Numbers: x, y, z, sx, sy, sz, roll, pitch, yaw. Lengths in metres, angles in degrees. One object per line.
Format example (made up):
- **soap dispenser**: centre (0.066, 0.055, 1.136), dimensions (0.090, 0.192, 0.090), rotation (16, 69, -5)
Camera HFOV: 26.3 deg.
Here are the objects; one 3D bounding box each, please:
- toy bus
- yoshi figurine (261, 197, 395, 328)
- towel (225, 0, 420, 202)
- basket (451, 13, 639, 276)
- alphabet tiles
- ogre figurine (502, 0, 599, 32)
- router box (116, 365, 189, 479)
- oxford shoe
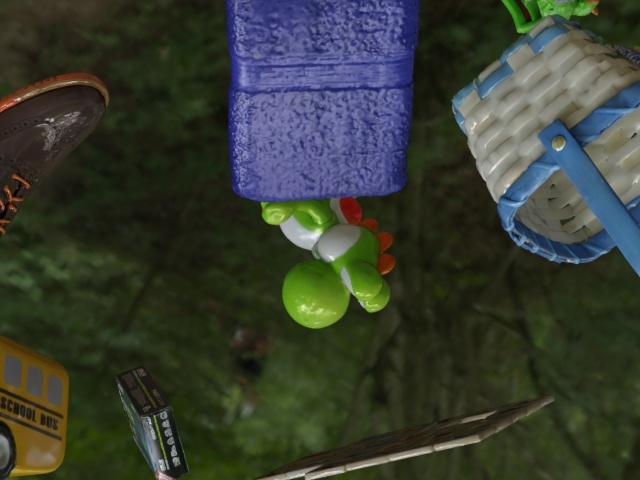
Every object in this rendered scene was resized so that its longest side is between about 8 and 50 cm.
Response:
- **toy bus**: centre (-0.334, 0.121, 1.103), dimensions (0.108, 0.130, 0.332), rotation (-7, 158, 21)
- **yoshi figurine**: centre (-0.026, 0.008, 2.232), dimensions (0.203, 0.203, 0.362), rotation (7, -148, -35)
- **towel**: centre (0.000, -0.196, 1.633), dimensions (0.227, 0.308, 0.076), rotation (-3, -149, -7)
- **basket**: centre (0.266, -0.050, 1.223), dimensions (0.254, 0.201, 0.289), rotation (18, -141, -59)
- **alphabet tiles**: centre (0.064, 0.176, 1.179), dimensions (0.198, 0.237, 0.009), rotation (-8, -99, -63)
- **ogre figurine**: centre (0.231, -0.275, 1.420), dimensions (0.096, 0.118, 0.197), rotation (-6, 164, -23)
- **router box**: centre (-0.194, 0.211, 1.571), dimensions (0.038, 0.092, 0.122), rotation (-18, -157, -17)
- **oxford shoe**: centre (-0.293, -0.045, 1.250), dimensions (0.097, 0.271, 0.098), rotation (39, -164, -54)
